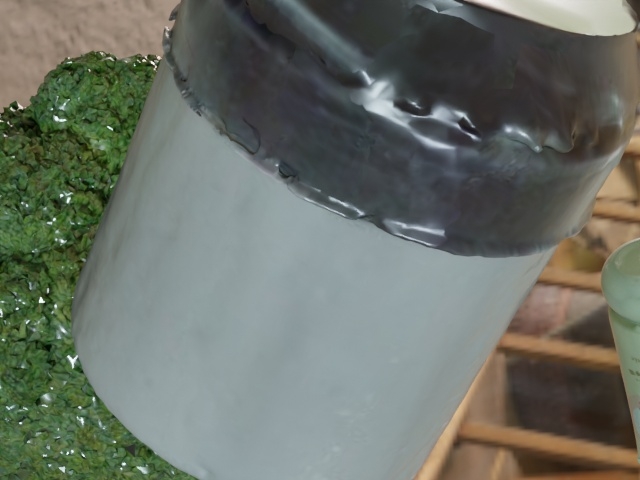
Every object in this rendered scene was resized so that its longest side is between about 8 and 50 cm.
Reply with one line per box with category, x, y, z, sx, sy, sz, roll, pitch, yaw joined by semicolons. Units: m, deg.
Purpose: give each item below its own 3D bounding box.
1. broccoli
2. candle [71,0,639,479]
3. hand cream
broccoli;-0.182;0.055;0.981;0.310;0.413;0.321;8;39;-52
candle;0.000;0.000;0.677;0.221;0.221;0.343;-34;153;-57
hand cream;0.355;0.129;1.347;0.306;0.147;0.093;64;39;-34
